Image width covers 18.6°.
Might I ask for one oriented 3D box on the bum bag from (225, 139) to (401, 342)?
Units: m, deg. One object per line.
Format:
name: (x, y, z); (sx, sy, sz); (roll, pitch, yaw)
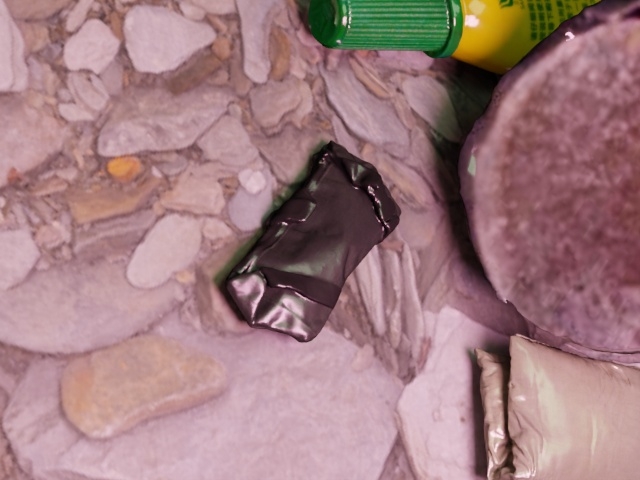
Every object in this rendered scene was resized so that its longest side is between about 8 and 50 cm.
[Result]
bum bag: (0.000, 0.000, 1.535); (0.087, 0.049, 0.197); (43, 53, -9)

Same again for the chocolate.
chocolate: (0.290, -0.037, 1.639); (0.213, 0.303, 0.303); (19, 56, -65)

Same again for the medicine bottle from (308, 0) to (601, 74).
medicine bottle: (0.125, -0.195, 1.686); (0.309, 0.076, 0.111); (-4, 68, -38)

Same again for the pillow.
pillow: (0.210, 0.157, 1.606); (0.181, 0.078, 0.134); (18, 62, -28)
